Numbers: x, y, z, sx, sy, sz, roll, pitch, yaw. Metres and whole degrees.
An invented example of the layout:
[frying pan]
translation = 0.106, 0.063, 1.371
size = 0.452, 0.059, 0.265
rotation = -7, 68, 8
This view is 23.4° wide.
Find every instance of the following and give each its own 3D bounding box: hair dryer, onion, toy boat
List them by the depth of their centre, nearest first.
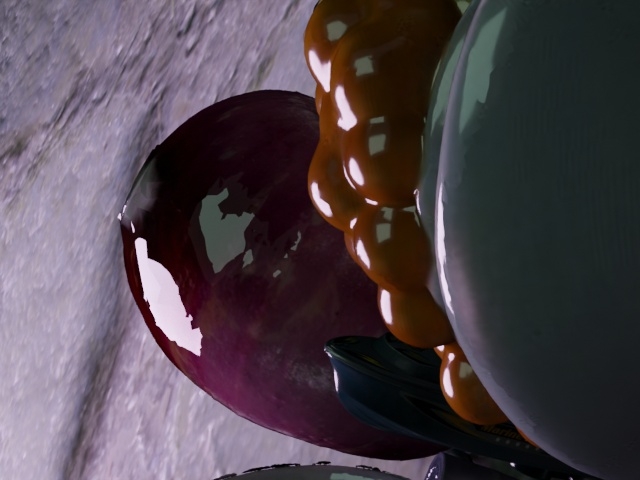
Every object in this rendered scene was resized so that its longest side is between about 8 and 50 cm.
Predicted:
[toy boat]
translation = 0.061, 0.061, 0.629
size = 0.060, 0.141, 0.055
rotation = -68, 27, 12
[hair dryer]
translation = 0.071, 0.111, 0.681
size = 0.114, 0.063, 0.037
rotation = -121, 51, -83
[onion]
translation = -0.007, 0.011, 0.753
size = 0.200, 0.201, 0.207
rotation = -46, 40, 33

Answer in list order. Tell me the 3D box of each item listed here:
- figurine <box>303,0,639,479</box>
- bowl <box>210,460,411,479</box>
[figurine]
translation = 0.092, -0.085, 0.607
size = 0.205, 0.224, 0.382
rotation = -42, 33, 15
[bowl]
translation = -0.013, 0.187, 0.689
size = 0.189, 0.189, 0.086
rotation = -130, 27, -59
